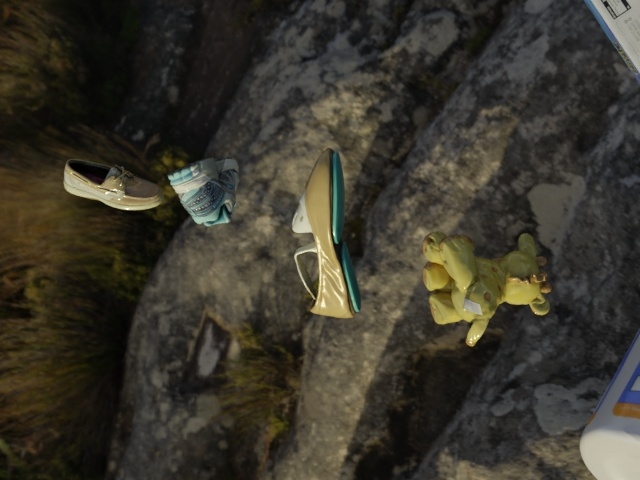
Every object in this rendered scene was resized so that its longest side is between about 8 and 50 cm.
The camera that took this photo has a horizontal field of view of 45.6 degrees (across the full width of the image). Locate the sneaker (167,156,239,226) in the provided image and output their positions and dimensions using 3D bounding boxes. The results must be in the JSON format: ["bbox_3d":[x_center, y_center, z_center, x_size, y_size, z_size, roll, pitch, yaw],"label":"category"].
[{"bbox_3d":[-0.212,-0.086,1.450,0.110,0.283,0.122,-19,94,9],"label":"sneaker"}]

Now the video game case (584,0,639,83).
[{"bbox_3d":[0.566,-0.355,1.148,0.244,0.061,0.269,-33,89,16],"label":"video game case"}]

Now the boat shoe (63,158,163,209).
[{"bbox_3d":[-0.277,-0.076,1.014,0.050,0.136,0.045,-81,2,-45],"label":"boat shoe"}]

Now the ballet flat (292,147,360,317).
[{"bbox_3d":[0.000,0.000,0.930,0.073,0.232,0.080,-3,28,11],"label":"ballet flat"}]

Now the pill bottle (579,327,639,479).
[{"bbox_3d":[0.375,0.125,0.727,0.152,0.152,0.272,16,55,42],"label":"pill bottle"}]

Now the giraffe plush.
[{"bbox_3d":[0.289,0.064,1.281,0.210,0.171,0.181,-133,34,-60],"label":"giraffe plush"}]
